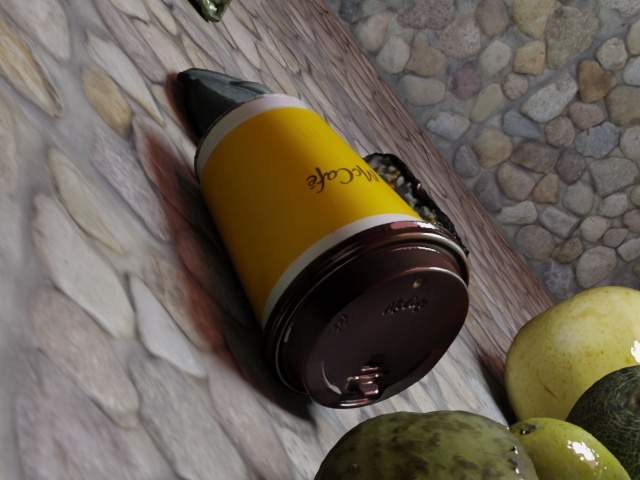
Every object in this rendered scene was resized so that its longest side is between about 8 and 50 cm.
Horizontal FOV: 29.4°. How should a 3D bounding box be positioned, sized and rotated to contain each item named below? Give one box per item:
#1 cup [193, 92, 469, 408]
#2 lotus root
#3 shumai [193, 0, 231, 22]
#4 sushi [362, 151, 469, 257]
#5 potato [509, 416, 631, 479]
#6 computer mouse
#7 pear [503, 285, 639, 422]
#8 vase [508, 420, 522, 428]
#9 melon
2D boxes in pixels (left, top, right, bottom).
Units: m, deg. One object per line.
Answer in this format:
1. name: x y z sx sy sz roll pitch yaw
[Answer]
1. cup: 0.000 0.000 1.091 0.196 0.196 0.280 40 13 -51
2. lotus root: 0.079 0.225 0.818 0.173 0.173 0.309 50 14 -24
3. shumai: -0.161 -0.343 1.642 0.080 0.083 0.082 12 5 -29
4. sushi: 0.098 -0.009 1.568 0.126 0.136 0.225 57 5 -38
5. potato: 0.276 0.311 1.349 0.248 0.169 0.143 60 -10 -10
6. computer mouse: -0.008 -0.063 1.354 0.374 0.114 0.203 51 14 -17
7. pear: 0.435 0.225 1.882 0.309 0.309 0.309 52 13 -17
8. vase: 0.299 0.293 1.688 0.086 0.086 0.214 59 9 15
9. melon: 0.417 0.297 1.519 0.237 0.237 0.302 -108 179 -51
